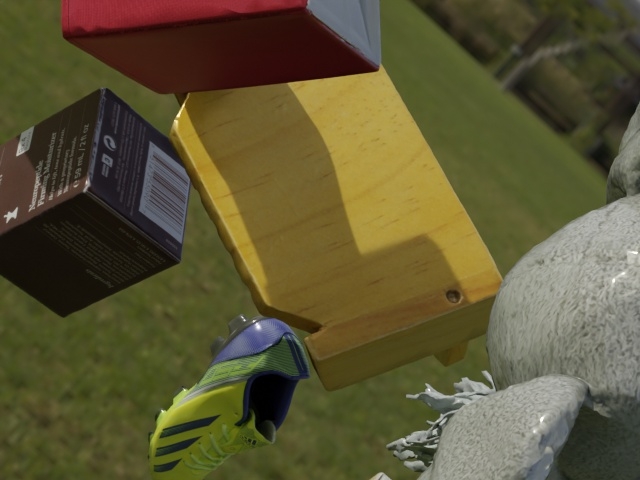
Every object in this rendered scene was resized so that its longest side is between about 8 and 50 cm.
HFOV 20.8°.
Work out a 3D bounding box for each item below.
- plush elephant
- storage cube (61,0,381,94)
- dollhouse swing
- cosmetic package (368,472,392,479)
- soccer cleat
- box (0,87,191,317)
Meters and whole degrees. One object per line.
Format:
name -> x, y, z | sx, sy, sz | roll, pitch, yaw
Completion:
plush elephant -> 0.167, 0.078, 0.710 | 0.330, 0.272, 0.255 | 17, -24, 21
storage cube -> -0.070, -0.227, 1.339 | 0.215, 0.193, 0.183 | 24, 63, -69
dollhouse swing -> 0.000, 0.000, 1.849 | 0.347, 0.315, 0.305 | 62, -27, 19
cosmetic package -> -0.032, 0.322, 1.235 | 0.160, 0.309, 0.113 | 51, 21, -3
soccer cleat -> -0.108, 0.207, 1.982 | 0.093, 0.289, 0.121 | -4, 48, -46
box -> -0.284, -0.043, 2.095 | 0.167, 0.203, 0.168 | 39, 39, -37
